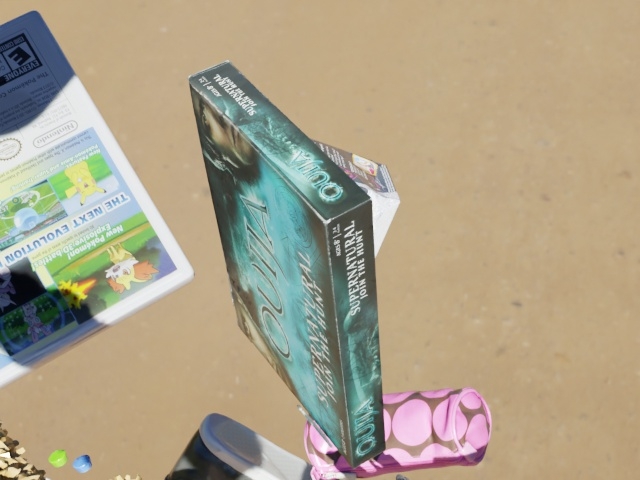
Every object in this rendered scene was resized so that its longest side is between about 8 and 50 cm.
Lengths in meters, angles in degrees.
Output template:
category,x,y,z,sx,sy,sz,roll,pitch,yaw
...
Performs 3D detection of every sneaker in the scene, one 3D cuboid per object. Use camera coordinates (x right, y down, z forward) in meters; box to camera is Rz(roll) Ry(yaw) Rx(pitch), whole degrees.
category,x,y,z,sx,sy,sz,roll,pitch,yaw
sneaker,-0.077,0.346,1.378,0.296,0.147,0.104,38,17,-22

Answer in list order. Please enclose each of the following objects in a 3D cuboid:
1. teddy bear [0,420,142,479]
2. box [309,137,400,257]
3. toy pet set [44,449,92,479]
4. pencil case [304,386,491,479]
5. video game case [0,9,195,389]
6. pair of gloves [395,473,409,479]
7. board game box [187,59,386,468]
category,x,y,z,sx,sy,sz,roll,pitch,yaw
teddy bear,-0.112,0.108,0.320,0.113,0.245,0.338,-46,48,0
box,0.000,0.000,1.619,0.142,0.247,0.163,18,21,-11
toy pet set,-0.252,0.233,0.900,0.122,0.065,0.114,1,36,38
pencil case,0.087,0.226,1.241,0.209,0.095,0.098,-15,29,28
video game case,-0.329,-0.012,0.975,0.329,0.036,0.300,-30,81,-13
pair of gloves,0.075,0.248,1.005,0.083,0.010,0.074,-6,36,-40
board game box,-0.014,0.017,0.548,0.026,0.186,0.126,-27,48,-20
